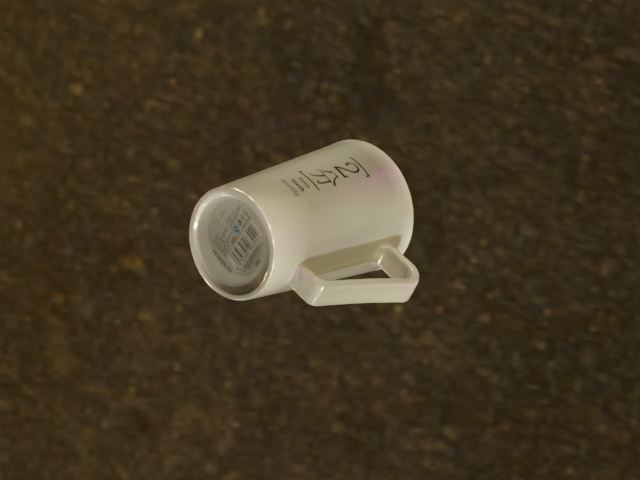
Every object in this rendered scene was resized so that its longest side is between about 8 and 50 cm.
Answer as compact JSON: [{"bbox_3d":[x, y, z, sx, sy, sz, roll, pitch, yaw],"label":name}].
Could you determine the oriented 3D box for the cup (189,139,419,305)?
[{"bbox_3d":[0.000,0.000,1.024,0.104,0.116,0.074,45,126,22],"label":"cup"}]
